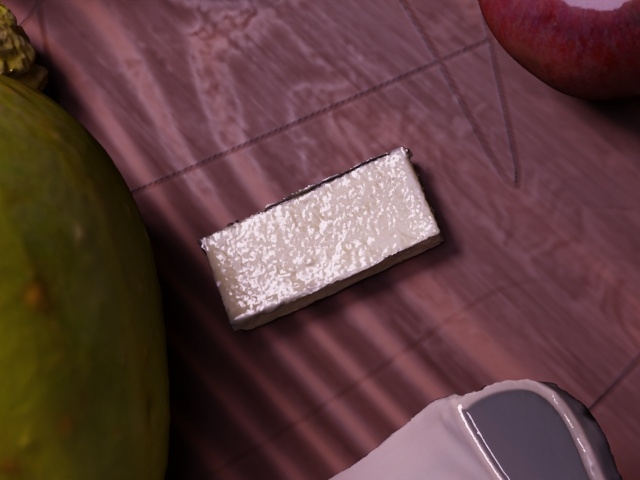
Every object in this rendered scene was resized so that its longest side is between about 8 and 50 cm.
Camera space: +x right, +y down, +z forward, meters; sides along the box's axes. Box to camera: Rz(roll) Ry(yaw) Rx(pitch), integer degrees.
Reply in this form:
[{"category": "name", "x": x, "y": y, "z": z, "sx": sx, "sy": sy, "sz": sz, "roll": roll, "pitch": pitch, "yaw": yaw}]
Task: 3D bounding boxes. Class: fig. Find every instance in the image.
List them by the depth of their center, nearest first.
[{"category": "fig", "x": -0.212, "y": 0.052, "z": 0.705, "sx": 0.258, "sy": 0.258, "sz": 0.326, "roll": -32, "pitch": 91, "yaw": 7}]

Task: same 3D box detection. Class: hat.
[{"category": "hat", "x": 0.073, "y": 0.205, "z": 0.617, "sx": 0.232, "sy": 0.161, "sz": 0.275, "roll": -33, "pitch": 43, "yaw": -6}]

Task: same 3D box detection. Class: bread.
[{"category": "bread", "x": 0.000, "y": 0.000, "z": 0.759, "sx": 0.153, "sy": 0.028, "sz": 0.068, "roll": -26, "pitch": 68, "yaw": 9}]

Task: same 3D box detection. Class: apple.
[{"category": "apple", "x": 0.170, "y": -0.156, "z": 0.700, "sx": 0.153, "sy": 0.120, "sz": 0.153, "roll": -6, "pitch": 67, "yaw": 14}]

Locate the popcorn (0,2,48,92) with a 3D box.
[{"category": "popcorn", "x": -0.269, "y": -0.113, "z": 0.837, "sx": 0.145, "sy": 0.126, "sz": 0.126, "roll": -14, "pitch": 44, "yaw": 31}]
